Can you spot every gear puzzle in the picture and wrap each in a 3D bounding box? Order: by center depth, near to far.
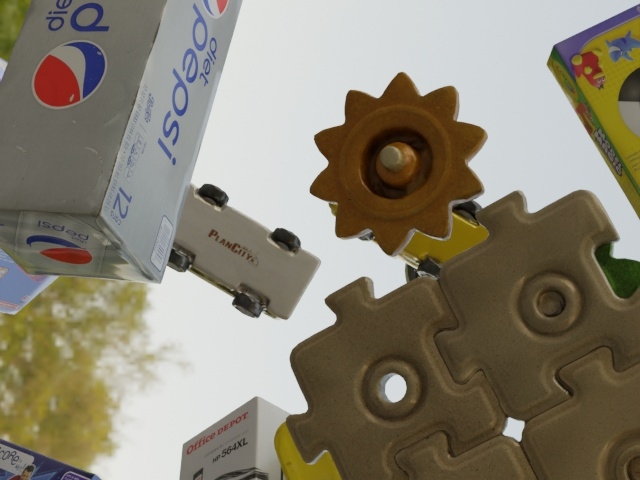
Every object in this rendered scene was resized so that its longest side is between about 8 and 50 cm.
[{"bbox_3d":[0.081,0.079,0.571,0.339,0.175,0.044,64,13,18],"label":"gear puzzle"}]

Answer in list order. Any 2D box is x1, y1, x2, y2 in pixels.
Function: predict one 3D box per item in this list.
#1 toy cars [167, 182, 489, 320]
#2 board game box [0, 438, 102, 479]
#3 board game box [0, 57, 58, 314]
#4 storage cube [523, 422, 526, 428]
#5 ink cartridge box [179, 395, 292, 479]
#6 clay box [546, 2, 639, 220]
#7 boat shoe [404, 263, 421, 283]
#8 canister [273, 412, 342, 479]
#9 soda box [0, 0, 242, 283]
[{"bbox_3d":[0.000,0.000,1.449,0.087,0.393,0.176,120,-39,-73],"label":"toy cars"},{"bbox_3d":[-0.324,0.281,1.336,0.201,0.035,0.136,10,-121,41],"label":"board game box"},{"bbox_3d":[-0.327,-0.046,1.300,0.078,0.233,0.347,52,6,18],"label":"board game box"},{"bbox_3d":[0.369,0.359,1.776,0.215,0.193,0.184,-61,153,-69],"label":"storage cube"},{"bbox_3d":[-0.096,0.308,1.527,0.148,0.086,0.203,-36,-143,31],"label":"ink cartridge box"},{"bbox_3d":[0.326,-0.113,1.231,0.222,0.127,0.053,62,-7,16],"label":"clay box"},{"bbox_3d":[0.235,0.073,2.090,0.500,0.187,0.156,-87,179,-60],"label":"boat shoe"},{"bbox_3d":[0.022,0.253,1.438,0.126,0.073,0.170,66,16,18],"label":"canister"},{"bbox_3d":[-0.120,-0.120,0.799,0.091,0.098,0.286,58,39,-57],"label":"soda box"}]
